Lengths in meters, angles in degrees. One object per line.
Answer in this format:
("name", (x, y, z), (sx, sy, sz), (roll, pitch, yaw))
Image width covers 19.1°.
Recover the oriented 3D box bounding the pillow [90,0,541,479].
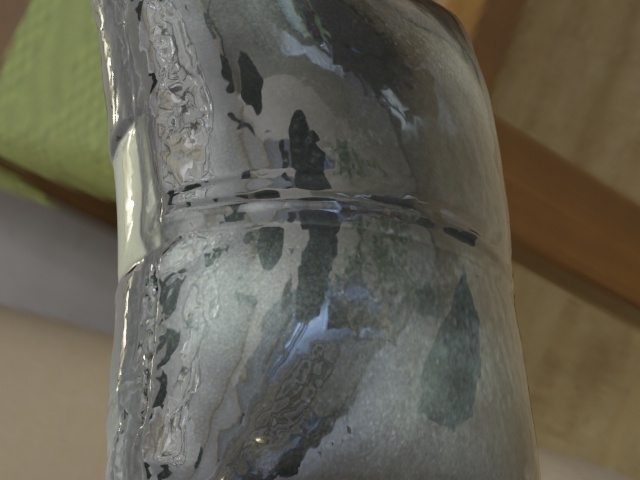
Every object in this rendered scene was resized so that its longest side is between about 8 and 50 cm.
("pillow", (0.000, 0.000, 0.622), (0.106, 0.186, 0.250), (-25, 59, 38))
